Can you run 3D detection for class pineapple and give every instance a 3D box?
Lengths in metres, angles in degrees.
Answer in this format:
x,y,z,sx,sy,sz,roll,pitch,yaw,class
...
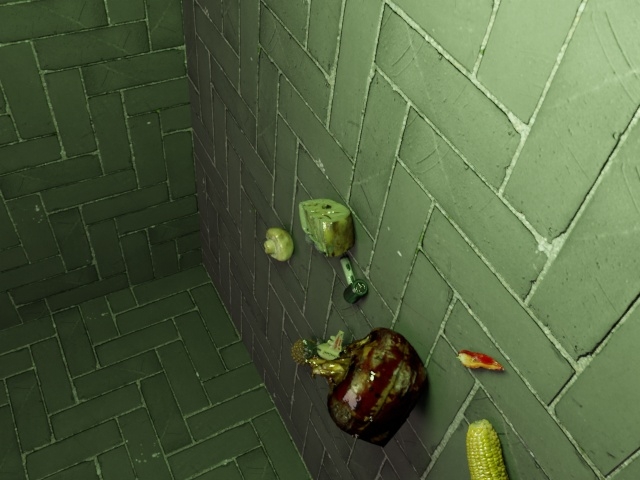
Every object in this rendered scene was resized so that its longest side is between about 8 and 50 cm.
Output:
x,y,z,sx,sy,sz,roll,pitch,yaw,class
-0.027,0.453,2.466,0.277,0.118,0.130,155,115,-66,pineapple

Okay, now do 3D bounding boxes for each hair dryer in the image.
x,y,z,sx,sy,sz,roll,pitch,yaw,class
0.090,0.099,1.991,0.100,0.056,0.198,124,130,-61,hair dryer

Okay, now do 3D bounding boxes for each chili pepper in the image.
x,y,z,sx,sy,sz,roll,pitch,yaw,class
0.381,0.286,1.470,0.178,0.027,0.045,-7,105,68,chili pepper

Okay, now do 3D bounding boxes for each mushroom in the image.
x,y,z,sx,sy,sz,roll,pitch,yaw,class
-0.166,0.015,2.439,0.148,0.112,0.148,170,90,-72,mushroom

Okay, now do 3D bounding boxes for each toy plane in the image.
x,y,z,sx,sy,sz,roll,pitch,yaw,class
0.073,0.416,2.208,0.256,0.104,0.242,27,134,60,toy plane

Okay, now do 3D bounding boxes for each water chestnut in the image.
x,y,z,sx,sy,sz,roll,pitch,yaw,class
0.125,0.404,1.788,0.346,0.335,0.335,30,150,4,water chestnut

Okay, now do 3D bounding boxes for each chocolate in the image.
x,y,z,sx,sy,sz,roll,pitch,yaw,class
0.000,0.000,2.089,0.167,0.072,0.072,37,140,58,chocolate

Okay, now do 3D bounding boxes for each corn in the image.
x,y,z,sx,sy,sz,roll,pitch,yaw,class
0.423,0.585,1.536,0.101,0.101,0.292,6,109,66,corn

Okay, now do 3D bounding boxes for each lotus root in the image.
x,y,z,sx,sy,sz,roll,pitch,yaw,class
0.023,-0.047,1.910,0.235,0.138,0.119,39,136,54,lotus root
